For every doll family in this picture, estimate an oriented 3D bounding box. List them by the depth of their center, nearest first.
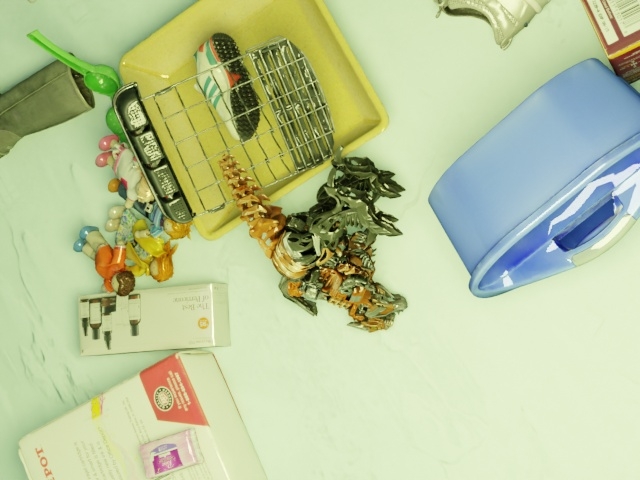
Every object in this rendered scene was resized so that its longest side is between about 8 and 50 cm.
[{"bbox_3d":[-0.264,-0.031,1.544,0.163,0.118,0.263,42,127,33],"label":"doll family"}]

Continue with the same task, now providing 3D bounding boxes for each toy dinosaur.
[{"bbox_3d":[0.000,0.000,1.389,0.218,0.322,0.164,-43,39,26],"label":"toy dinosaur"}]

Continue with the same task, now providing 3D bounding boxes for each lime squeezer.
[{"bbox_3d":[-0.337,-0.208,1.614,0.059,0.110,0.310,-20,110,21],"label":"lime squeezer"}]

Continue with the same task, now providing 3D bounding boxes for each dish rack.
[{"bbox_3d":[-0.124,-0.154,1.404,0.272,0.074,0.208,-24,113,-5],"label":"dish rack"}]

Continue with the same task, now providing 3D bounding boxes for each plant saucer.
[{"bbox_3d":[-0.096,-0.215,1.530,0.333,0.081,0.332,-32,76,16],"label":"plant saucer"}]

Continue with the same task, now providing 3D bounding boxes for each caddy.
[{"bbox_3d":[0.306,-0.060,1.273,0.341,0.241,0.179,-42,66,22],"label":"caddy"}]

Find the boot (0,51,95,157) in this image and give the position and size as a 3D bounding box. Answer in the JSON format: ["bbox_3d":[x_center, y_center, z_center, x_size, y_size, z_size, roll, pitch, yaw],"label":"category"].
[{"bbox_3d":[-0.492,-0.252,1.689,0.208,0.076,0.189,-29,91,24],"label":"boot"}]

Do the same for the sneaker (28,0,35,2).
[{"bbox_3d":[-0.517,-0.497,1.720,0.094,0.080,0.212,-37,73,3],"label":"sneaker"}]

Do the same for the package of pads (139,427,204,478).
[{"bbox_3d":[-0.206,0.297,1.426,0.083,0.032,0.050,-21,77,16],"label":"package of pads"}]

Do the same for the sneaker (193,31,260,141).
[{"bbox_3d":[-0.141,-0.214,1.484,0.075,0.057,0.161,-20,86,44],"label":"sneaker"}]

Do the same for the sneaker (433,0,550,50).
[{"bbox_3d":[0.175,-0.369,1.421,0.281,0.105,0.115,36,99,19],"label":"sneaker"}]

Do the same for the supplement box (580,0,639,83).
[{"bbox_3d":[0.387,-0.271,1.287,0.081,0.188,0.104,-25,78,19],"label":"supplement box"}]

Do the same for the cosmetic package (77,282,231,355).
[{"bbox_3d":[-0.259,0.124,1.580,0.239,0.060,0.098,-7,85,21],"label":"cosmetic package"}]

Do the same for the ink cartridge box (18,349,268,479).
[{"bbox_3d":[-0.266,0.329,1.531,0.306,0.131,0.226,-29,77,17],"label":"ink cartridge box"}]
